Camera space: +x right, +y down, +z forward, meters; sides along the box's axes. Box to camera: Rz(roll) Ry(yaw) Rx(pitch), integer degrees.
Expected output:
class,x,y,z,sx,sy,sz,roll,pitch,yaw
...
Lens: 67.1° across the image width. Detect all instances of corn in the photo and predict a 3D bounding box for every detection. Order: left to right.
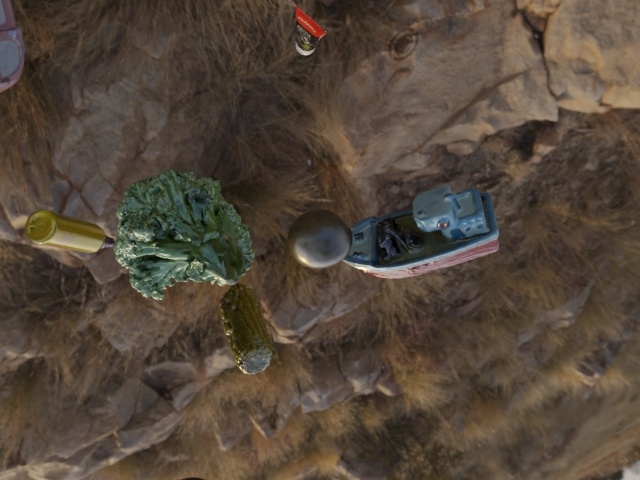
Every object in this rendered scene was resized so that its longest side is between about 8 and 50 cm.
class,x,y,z,sx,sy,sz,roll,pitch,yaw
corn,-0.166,0.186,1.064,0.097,0.320,0.097,-6,110,-15

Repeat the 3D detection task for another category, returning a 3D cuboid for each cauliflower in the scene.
class,x,y,z,sx,sy,sz,roll,pitch,yaw
cauliflower,-0.242,0.000,0.923,0.275,0.250,0.272,-30,131,-36

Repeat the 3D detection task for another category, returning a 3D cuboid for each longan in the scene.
class,x,y,z,sx,sy,sz,roll,pitch,yaw
longan,0.000,0.000,0.790,0.106,0.106,0.119,-30,163,0

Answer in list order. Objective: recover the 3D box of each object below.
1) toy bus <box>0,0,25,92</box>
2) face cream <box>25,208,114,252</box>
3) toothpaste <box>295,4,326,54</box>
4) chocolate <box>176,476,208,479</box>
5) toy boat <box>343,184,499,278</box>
class,x,y,z,sx,sy,sz,roll,pitch,yaw
toy bus,-0.598,-0.352,0.767,0.232,0.197,0.294,-49,151,-53
face cream,-0.595,-0.012,1.190,0.078,0.078,0.273,-32,168,3
toothpaste,-0.026,-0.417,0.966,0.071,0.193,0.045,40,94,-11
chocolate,-0.239,0.544,0.906,0.177,0.176,0.176,-20,145,-15
toy boat,0.173,-0.016,0.956,0.332,0.145,0.133,-17,134,25
